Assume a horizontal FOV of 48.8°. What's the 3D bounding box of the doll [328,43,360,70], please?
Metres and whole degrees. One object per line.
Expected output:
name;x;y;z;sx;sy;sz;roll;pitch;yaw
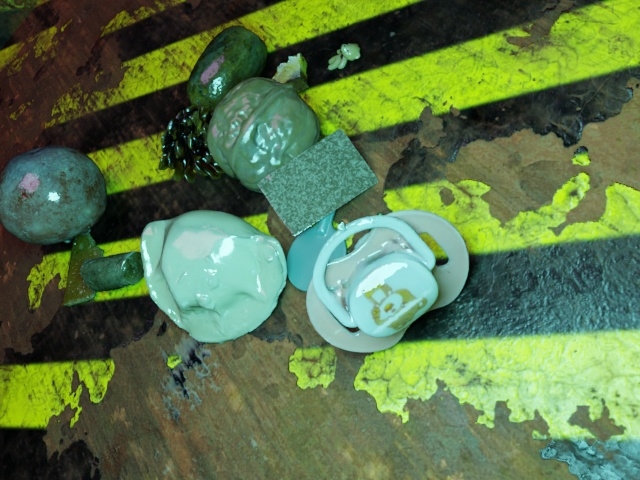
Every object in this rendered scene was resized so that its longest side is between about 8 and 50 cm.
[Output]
doll;0.061;-0.467;1.809;0.093;0.051;0.061;-42;43;51

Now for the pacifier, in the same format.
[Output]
pacifier;0.125;0.073;1.364;0.332;0.273;0.220;-39;77;11

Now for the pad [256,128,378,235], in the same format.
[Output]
pad;-0.007;-0.133;1.606;0.235;0.003;0.158;-34;79;-5

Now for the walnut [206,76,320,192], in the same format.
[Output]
walnut;-0.132;-0.255;1.702;0.273;0.227;0.273;-14;65;31

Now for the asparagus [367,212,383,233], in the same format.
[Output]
asparagus;0.104;-0.011;1.546;0.015;0.014;0.114;28;85;42

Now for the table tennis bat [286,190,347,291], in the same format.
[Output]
table tennis bat;0.000;0.000;1.602;0.153;0.040;0.244;5;73;32

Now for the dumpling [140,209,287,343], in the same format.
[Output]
dumpling;-0.250;0.086;1.666;0.395;0.233;0.315;3;100;23

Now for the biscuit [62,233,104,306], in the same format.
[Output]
biscuit;-0.686;0.074;2.066;0.131;0.026;0.237;-16;57;26

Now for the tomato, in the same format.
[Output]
tomato;-0.783;-0.128;2.058;0.317;0.282;0.316;-12;26;6

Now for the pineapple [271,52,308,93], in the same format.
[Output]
pineapple;-0.075;-0.431;1.859;0.116;0.069;0.137;27;82;42

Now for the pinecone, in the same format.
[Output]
pinecone;-0.313;-0.247;1.844;0.201;0.229;0.202;7;68;8

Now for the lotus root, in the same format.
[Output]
lotus root;-0.263;-0.466;1.959;0.160;0.152;0.275;28;86;32

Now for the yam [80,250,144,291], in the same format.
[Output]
yam;-0.563;0.084;1.925;0.183;0.107;0.107;-12;60;29
